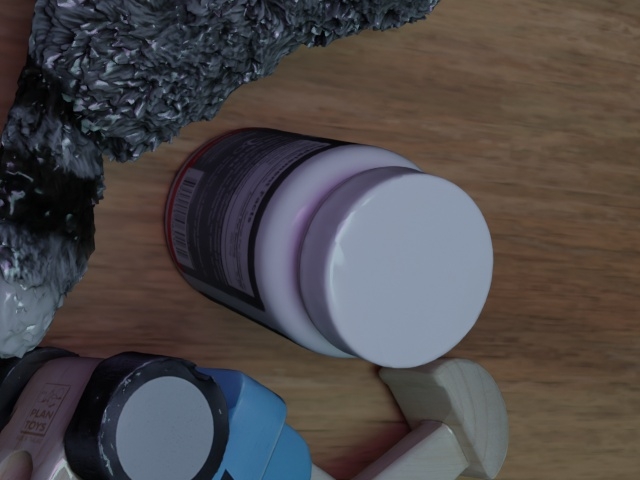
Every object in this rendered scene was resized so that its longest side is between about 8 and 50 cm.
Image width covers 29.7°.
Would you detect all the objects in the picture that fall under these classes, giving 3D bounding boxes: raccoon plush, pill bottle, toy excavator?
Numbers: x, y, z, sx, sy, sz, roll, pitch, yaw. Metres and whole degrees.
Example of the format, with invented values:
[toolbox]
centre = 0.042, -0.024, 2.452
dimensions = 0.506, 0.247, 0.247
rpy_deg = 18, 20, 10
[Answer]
[raccoon plush]
centre = -0.063, -0.112, 0.893
dimensions = 0.299, 0.216, 0.446
rpy_deg = 15, 93, -12
[pill bottle]
centre = 0.000, 0.000, 0.940
dimensions = 0.161, 0.283, 0.161
rpy_deg = -5, 101, -27
[toy excavator]
centre = -0.061, 0.219, 0.992
dimensions = 0.445, 0.222, 0.433
rpy_deg = 40, 63, -33
